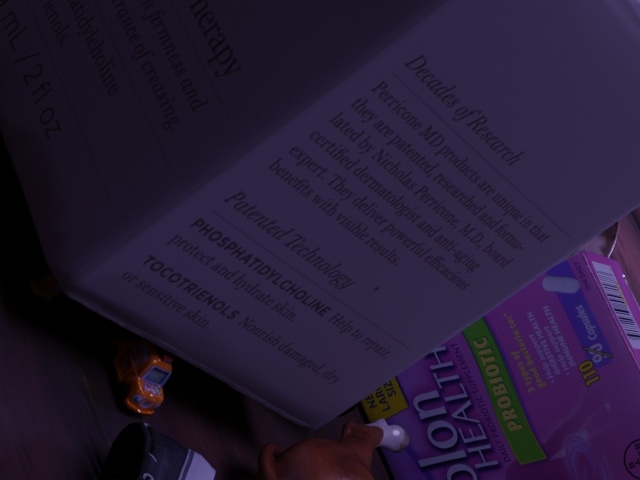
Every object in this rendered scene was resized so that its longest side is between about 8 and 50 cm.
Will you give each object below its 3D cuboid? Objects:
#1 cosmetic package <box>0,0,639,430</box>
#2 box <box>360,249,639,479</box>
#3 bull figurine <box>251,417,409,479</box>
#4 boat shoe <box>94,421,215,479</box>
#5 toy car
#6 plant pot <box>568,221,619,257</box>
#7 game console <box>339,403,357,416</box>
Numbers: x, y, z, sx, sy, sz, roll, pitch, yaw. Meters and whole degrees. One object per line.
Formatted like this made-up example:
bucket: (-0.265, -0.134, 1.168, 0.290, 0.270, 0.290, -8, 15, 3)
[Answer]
cosmetic package: (0.010, -0.137, 1.391, 0.327, 0.394, 0.329, 36, 22, -51)
box: (0.185, 0.159, 1.698, 0.117, 0.243, 0.213, 12, 52, -65)
bull figurine: (0.060, 0.272, 1.423, 0.310, 0.101, 0.188, 61, 23, 6)
boat shoe: (-0.123, 0.171, 1.161, 0.076, 0.080, 0.228, 40, 25, -5)
toy car: (-0.141, 0.067, 1.310, 0.122, 0.040, 0.060, 44, 25, -41)
plant pot: (0.143, -0.023, 1.967, 0.230, 0.215, 0.215, 39, 24, -14)
game console: (0.000, 0.000, 1.663, 0.213, 0.044, 0.361, 22, 43, -22)
